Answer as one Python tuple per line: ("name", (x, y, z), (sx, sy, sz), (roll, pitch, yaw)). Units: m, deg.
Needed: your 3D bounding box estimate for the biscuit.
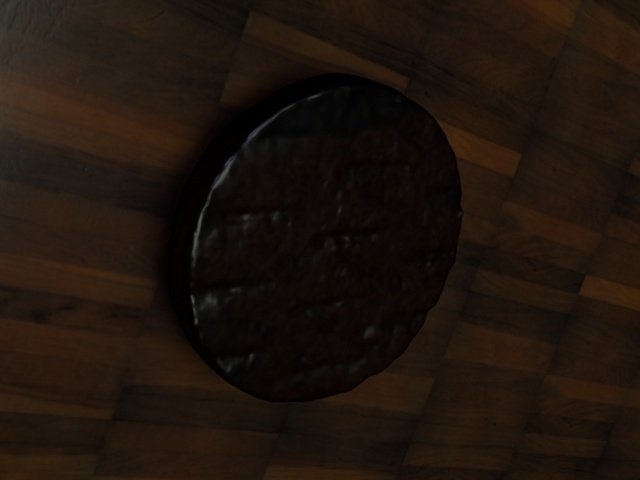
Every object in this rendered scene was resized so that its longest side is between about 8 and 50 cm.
("biscuit", (0.000, 0.000, 1.106), (0.407, 0.091, 0.408), (-13, 113, -32))
